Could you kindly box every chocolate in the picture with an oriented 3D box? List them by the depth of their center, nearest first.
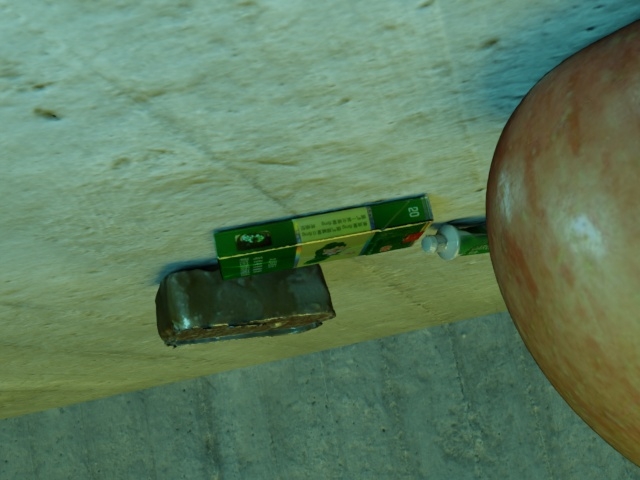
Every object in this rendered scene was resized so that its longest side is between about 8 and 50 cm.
[{"bbox_3d":[-0.096,0.075,1.085,0.214,0.093,0.148,-6,168,-21],"label":"chocolate"}]

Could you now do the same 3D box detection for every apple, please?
[{"bbox_3d":[0.305,0.009,0.583,0.363,0.364,0.364,-11,168,-2],"label":"apple"}]

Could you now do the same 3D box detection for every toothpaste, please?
[{"bbox_3d":[0.239,-0.007,1.137,0.247,0.047,0.078,-7,169,-30],"label":"toothpaste"}]

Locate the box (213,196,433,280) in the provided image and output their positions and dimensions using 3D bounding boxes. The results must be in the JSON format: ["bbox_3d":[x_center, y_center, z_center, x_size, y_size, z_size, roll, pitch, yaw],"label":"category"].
[{"bbox_3d":[0.000,0.000,0.961,0.235,0.034,0.132,-10,168,-7],"label":"box"}]
